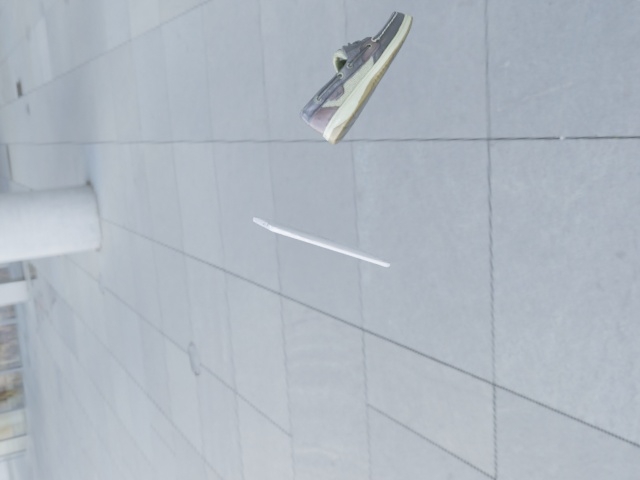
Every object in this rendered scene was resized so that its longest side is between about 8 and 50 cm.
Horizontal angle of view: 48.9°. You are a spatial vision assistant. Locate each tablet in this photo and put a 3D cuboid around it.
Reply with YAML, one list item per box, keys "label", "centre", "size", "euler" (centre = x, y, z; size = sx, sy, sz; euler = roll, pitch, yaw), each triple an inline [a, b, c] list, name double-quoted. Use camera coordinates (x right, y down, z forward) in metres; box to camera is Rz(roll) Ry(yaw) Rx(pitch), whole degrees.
- label: "tablet"
  centre: [0.000, 0.000, 0.457]
  size: [0.054, 0.083, 0.006]
  euler: [-155, 82, -71]

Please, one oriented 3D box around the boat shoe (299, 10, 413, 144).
- label: "boat shoe"
  centre: [0.049, -0.233, 0.948]
  size: [0.223, 0.073, 0.080]
  euler: [-59, 2, -18]
